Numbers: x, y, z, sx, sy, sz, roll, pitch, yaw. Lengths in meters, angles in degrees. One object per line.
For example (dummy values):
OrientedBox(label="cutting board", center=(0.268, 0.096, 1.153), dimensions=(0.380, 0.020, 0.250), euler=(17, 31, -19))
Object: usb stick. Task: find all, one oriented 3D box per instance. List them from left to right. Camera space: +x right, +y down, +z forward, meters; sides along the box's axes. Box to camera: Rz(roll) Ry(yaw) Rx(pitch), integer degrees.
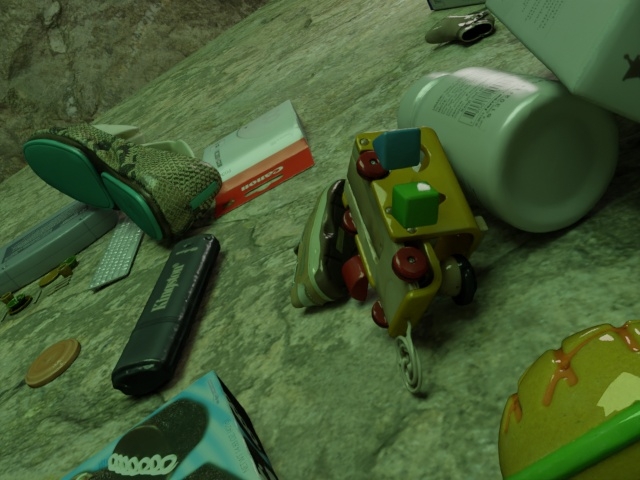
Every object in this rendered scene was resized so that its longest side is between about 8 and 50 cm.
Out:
OrientedBox(label="usb stick", center=(-0.181, 0.079, 0.796), dimensions=(0.077, 0.045, 0.278), euler=(-23, 27, 18))

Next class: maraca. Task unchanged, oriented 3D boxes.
OrientedBox(label="maraca", center=(0.161, 0.083, 0.320), dimensions=(0.127, 0.099, 0.185), euler=(-15, -27, -39))

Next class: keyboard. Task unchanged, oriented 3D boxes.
OrientedBox(label="keyboard", center=(-0.343, 0.006, 1.128), dimensions=(0.072, 0.014, 0.256), euler=(-27, 27, 9))

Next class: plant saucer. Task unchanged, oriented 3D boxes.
OrientedBox(label="plant saucer", center=(-0.365, 0.163, 0.879), dimensions=(0.084, 0.013, 0.083), euler=(-25, 26, 13))

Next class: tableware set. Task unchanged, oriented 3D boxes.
OrientedBox(label="tableware set", center=(-0.510, 0.080, 1.167), dimensions=(0.154, 0.024, 0.104), euler=(-29, 26, 6))

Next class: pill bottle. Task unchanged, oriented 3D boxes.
OrientedBox(label="pill bottle", center=(0.168, -0.104, 0.645), dimensions=(0.131, 0.131, 0.229), euler=(-33, 27, -4))

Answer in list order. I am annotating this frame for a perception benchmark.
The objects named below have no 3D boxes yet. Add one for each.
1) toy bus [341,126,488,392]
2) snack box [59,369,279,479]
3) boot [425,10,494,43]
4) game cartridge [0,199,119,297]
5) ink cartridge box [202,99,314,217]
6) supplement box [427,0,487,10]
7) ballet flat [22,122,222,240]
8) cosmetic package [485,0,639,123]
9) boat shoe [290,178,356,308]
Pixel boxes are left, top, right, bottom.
OrientedBox(label="toy bus", center=(0.089, -0.003, 0.565), dimensions=(0.105, 0.202, 0.191), euler=(-9, 15, -13))
OrientedBox(label="snack box", center=(-0.100, 0.233, 0.426), dimensions=(0.187, 0.060, 0.322), euler=(-36, 27, -8))
OrientedBox(label="boot", center=(0.241, -0.363, 1.122), dimensions=(0.119, 0.042, 0.087), euler=(-24, 29, 16))
OrientedBox(label="game cartridge", center=(-0.538, -0.002, 1.308), dimensions=(0.294, 0.060, 0.196), euler=(-33, 23, -4))
OrientedBox(label="ink cartridge box", center=(-0.113, -0.147, 1.108), dimensions=(0.189, 0.066, 0.232), euler=(-28, 23, 7))
OrientedBox(label="supplement box", center=(0.304, -0.543, 1.288), dimensions=(0.114, 0.111, 0.220), euler=(-38, 28, -14))
OrientedBox(label="ballet flat", center=(-0.343, -0.129, 1.156), dimensions=(0.483, 0.163, 0.182), euler=(21, 50, 40))
OrientedBox(label="cosmetic package", center=(0.303, -0.261, 0.592), dimensions=(0.453, 0.162, 0.230), euler=(-77, 12, -62))
OrientedBox(label="boat shoe", center=(0.000, 0.000, 0.726), dimensions=(0.072, 0.068, 0.190), euler=(-30, 24, 31))
